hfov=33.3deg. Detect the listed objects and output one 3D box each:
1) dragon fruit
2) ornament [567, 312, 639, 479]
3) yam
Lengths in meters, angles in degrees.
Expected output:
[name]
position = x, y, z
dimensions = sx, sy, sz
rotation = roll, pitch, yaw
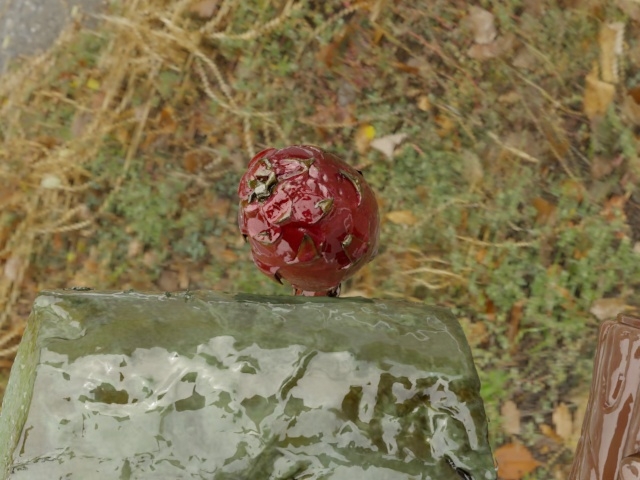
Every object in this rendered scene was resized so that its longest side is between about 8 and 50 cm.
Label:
[dragon fruit]
position = 0.000, 0.000, 0.735
dimensions = 0.094, 0.190, 0.094
rotation = -5, 61, 9
[ornament]
position = 0.264, 0.173, 0.749
dimensions = 0.221, 0.235, 0.218
rotation = -165, 86, -73
[yam]
position = -0.043, 0.103, 0.561
dimensions = 0.267, 0.161, 0.161
rotation = 4, 81, -7
